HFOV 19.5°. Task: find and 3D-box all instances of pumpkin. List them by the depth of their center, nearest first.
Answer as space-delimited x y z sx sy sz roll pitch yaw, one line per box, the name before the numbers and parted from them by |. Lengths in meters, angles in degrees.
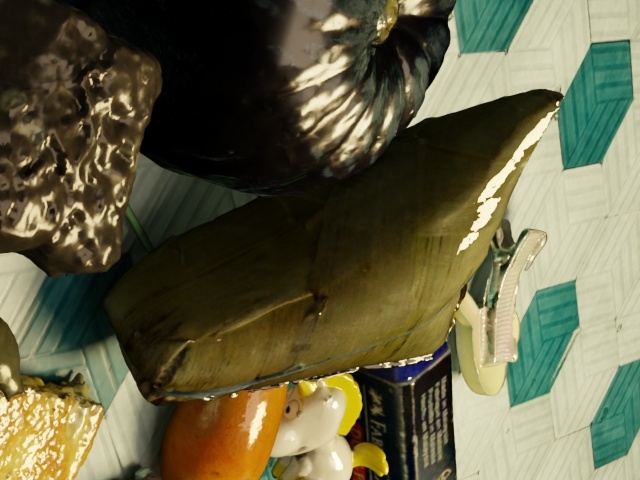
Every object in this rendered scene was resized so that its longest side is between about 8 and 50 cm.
pumpkin | -0.036 -0.217 1.569 0.363 0.266 0.363 -30 128 -49

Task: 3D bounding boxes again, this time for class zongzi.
zongzi | 0.000 0.000 1.666 0.356 0.174 0.393 -13 156 -25

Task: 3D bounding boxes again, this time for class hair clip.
hair clip | 0.210 0.085 2.276 0.159 0.071 0.219 -2 104 -52

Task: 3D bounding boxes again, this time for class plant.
plant | -0.268 -0.037 1.385 0.213 0.215 0.312 32 84 -51

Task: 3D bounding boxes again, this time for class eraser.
eraser | 0.067 0.160 2.032 0.101 0.155 0.332 -38 136 -37

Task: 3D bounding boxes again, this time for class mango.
mango | -0.084 0.170 1.870 0.141 0.102 0.217 4 107 -62

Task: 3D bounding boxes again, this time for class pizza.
pizza | -0.298 0.171 1.591 0.280 0.075 0.288 -54 147 -30

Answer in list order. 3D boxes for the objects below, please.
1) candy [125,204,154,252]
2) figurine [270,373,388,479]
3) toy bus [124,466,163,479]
candy | -0.180 -0.039 1.672 0.194 0.062 0.058 70 6 -57
figurine | -0.010 0.199 1.981 0.109 0.129 0.178 -94 165 -52
toy bus | -0.194 0.327 1.751 0.265 0.119 0.121 -36 137 -58
